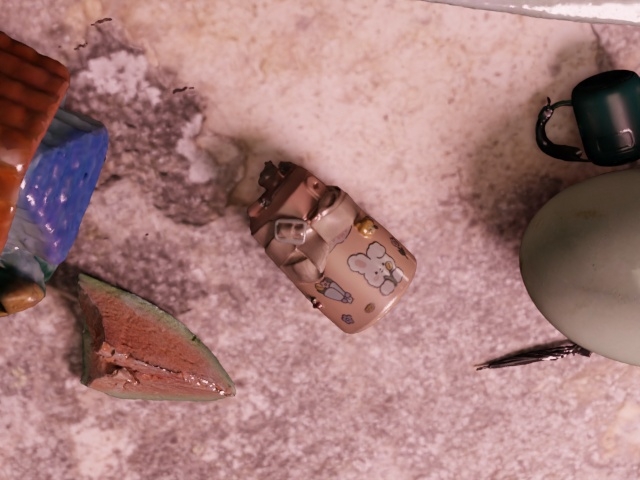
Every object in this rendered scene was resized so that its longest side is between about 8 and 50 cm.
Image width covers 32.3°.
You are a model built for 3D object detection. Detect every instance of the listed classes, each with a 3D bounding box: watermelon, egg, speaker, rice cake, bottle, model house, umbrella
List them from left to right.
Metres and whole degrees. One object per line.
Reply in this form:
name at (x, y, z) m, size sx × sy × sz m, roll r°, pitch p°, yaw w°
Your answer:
model house at (-0.301, -0.059, 0.732) m, size 0.295 × 0.329 × 0.251 m, roll 24°, pitch 81°, yaw -12°
watermelon at (-0.152, 0.109, 0.961) m, size 0.155 × 0.080 × 0.101 m, roll 17°, pitch 115°, yaw -26°
bottle at (-0.001, 0.000, 0.924) m, size 0.099 × 0.099 × 0.152 m, roll -44°, pitch 104°, yaw 8°
umbrella at (0.216, 0.102, 1.014) m, size 0.149 × 0.022 × 0.022 m, roll -8°, pitch 145°, yaw 6°
speaker at (0.230, -0.098, 0.930) m, size 0.095 × 0.060 × 0.075 m, roll -20°, pitch 106°, yaw 1°
rice cake at (0.231, -0.208, 0.896) m, size 0.336 × 0.063 × 0.066 m, roll 5°, pitch 110°, yaw -6°
egg at (0.279, 0.023, 0.915) m, size 0.231 × 0.168 × 0.168 m, roll 7°, pitch 106°, yaw -4°
